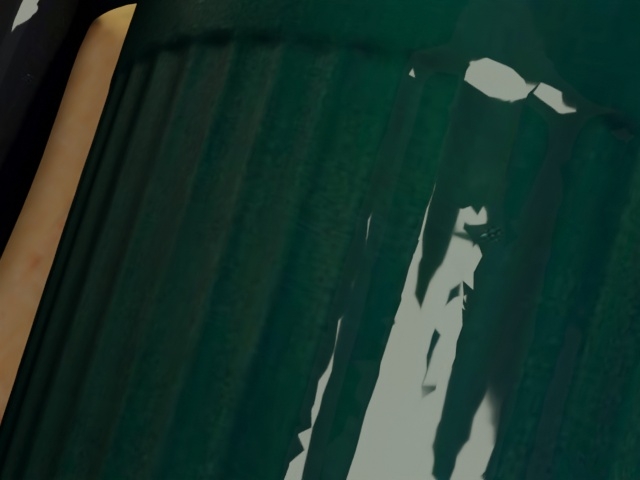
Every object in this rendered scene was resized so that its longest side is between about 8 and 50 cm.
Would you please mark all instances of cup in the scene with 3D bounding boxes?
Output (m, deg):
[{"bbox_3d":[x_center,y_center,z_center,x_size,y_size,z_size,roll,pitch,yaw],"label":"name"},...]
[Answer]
[{"bbox_3d":[0.005,-0.004,0.518,0.307,0.242,0.292,17,74,-4],"label":"cup"}]
